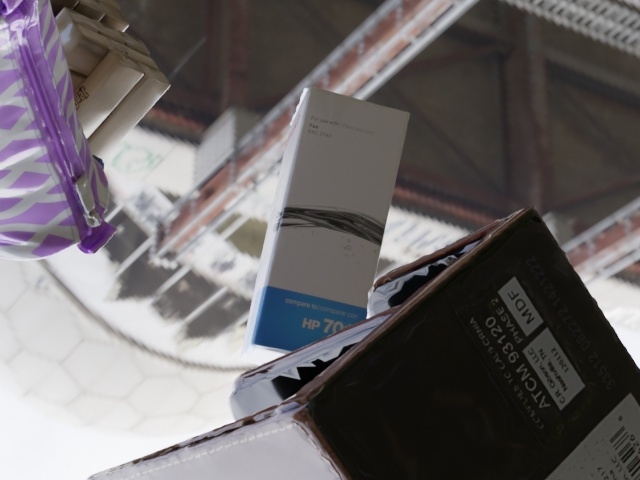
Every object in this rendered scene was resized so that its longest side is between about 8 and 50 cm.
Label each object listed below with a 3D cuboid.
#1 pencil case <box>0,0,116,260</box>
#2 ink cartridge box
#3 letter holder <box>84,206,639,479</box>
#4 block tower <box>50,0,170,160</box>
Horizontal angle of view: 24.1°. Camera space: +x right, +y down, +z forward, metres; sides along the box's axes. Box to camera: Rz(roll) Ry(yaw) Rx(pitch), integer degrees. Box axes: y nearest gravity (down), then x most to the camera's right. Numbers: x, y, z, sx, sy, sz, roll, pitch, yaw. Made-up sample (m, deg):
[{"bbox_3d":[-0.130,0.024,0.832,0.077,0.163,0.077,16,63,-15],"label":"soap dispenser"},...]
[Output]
[{"bbox_3d":[-0.159,-0.069,0.747,0.088,0.206,0.086,33,-114,25],"label":"pencil case"},{"bbox_3d":[0.000,0.000,1.108,0.082,0.139,0.191,14,-100,-4],"label":"ink cartridge box"},{"bbox_3d":[0.064,0.175,0.644,0.152,0.214,0.302,-37,-84,-38],"label":"letter holder"},{"bbox_3d":[-0.243,-0.214,1.155,0.091,0.097,0.335,18,-149,-56],"label":"block tower"}]
